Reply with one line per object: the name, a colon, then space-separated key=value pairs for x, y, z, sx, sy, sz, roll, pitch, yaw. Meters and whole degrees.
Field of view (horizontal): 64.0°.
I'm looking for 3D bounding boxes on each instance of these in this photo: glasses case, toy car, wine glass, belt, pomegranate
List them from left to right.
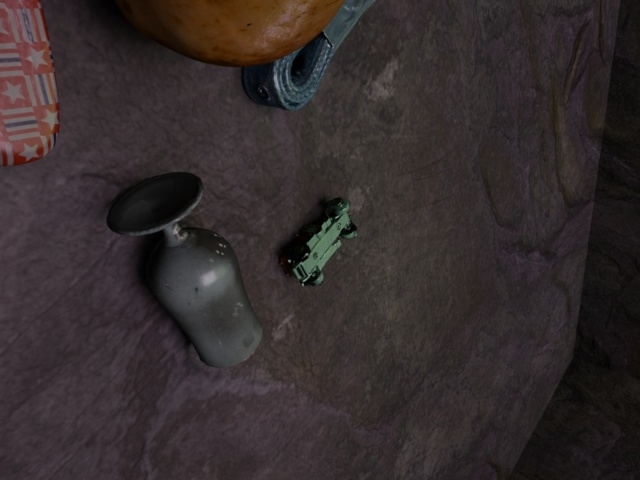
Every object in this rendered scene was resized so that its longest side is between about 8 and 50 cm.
glasses case: x=-0.258 y=-0.158 z=0.403 sx=0.073 sy=0.049 sz=0.194 roll=-25 pitch=122 yaw=-46
wine glass: x=-0.140 y=0.044 z=0.583 sx=0.103 sy=0.103 sz=0.230 roll=-46 pitch=137 yaw=-32
pomegranate: x=-0.081 y=-0.269 z=0.437 sx=0.248 sy=0.248 sz=0.248 roll=-22 pitch=120 yaw=-46
toy car: x=0.000 y=0.000 z=0.782 sx=0.143 sy=0.054 sz=0.073 roll=-53 pitch=136 yaw=-27
belt: x=0.009 y=-0.291 z=0.674 sx=0.302 sy=0.072 sz=0.087 roll=-56 pitch=135 yaw=-19
